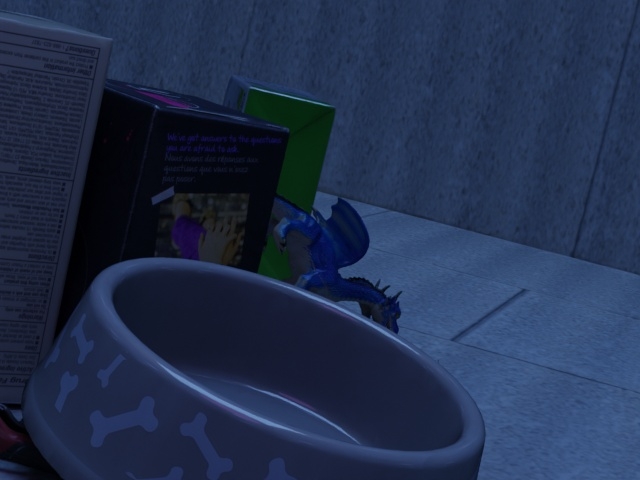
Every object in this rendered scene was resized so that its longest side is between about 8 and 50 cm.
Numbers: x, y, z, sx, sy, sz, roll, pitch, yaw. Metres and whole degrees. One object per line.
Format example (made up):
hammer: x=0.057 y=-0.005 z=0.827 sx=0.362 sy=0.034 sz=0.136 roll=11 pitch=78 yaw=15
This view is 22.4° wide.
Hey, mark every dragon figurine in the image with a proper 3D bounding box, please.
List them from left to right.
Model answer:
dragon figurine: x=0.000 y=0.000 z=1.989 sx=0.144 sy=0.289 sz=0.085 roll=-25 pitch=6 yaw=-30

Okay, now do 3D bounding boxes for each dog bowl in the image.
dog bowl: x=-0.037 y=0.122 z=1.184 sx=0.349 sy=0.102 sz=0.349 roll=21 pitch=16 yaw=-6

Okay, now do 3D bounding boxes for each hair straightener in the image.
hair straightener: x=-0.213 y=0.138 z=1.189 sx=0.230 sy=0.047 sz=0.089 roll=13 pitch=8 yaw=0

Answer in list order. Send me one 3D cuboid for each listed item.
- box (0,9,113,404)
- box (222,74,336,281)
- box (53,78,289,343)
box: x=-0.283 y=-0.031 z=1.311 sx=0.148 sy=0.311 sz=0.121 roll=8 pitch=9 yaw=-37
box: x=-0.086 y=-0.078 z=2.176 sx=0.127 sy=0.262 sz=0.231 roll=12 pitch=7 yaw=-10
box: x=-0.153 y=0.009 z=1.391 sx=0.143 sy=0.270 sz=0.165 roll=8 pitch=9 yaw=-38
